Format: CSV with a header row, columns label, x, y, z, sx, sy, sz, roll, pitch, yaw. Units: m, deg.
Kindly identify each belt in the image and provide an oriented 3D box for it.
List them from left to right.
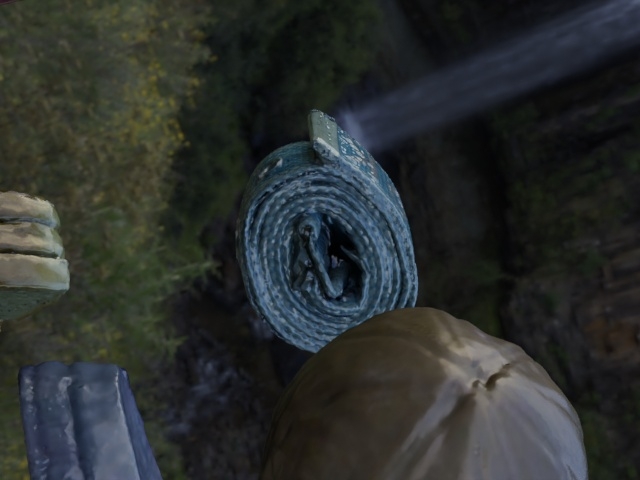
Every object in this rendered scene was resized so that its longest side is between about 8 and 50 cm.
label,x,y,z,sx,sy,sz,roll,pitch,yaw
belt,0.004,0.007,0.928,0.163,0.148,0.082,43,16,-20

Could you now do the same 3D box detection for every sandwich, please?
label,x,y,z,sx,sy,sz,roll,pitch,yaw
sandwich,-0.360,0.035,0.985,0.249,0.273,0.095,3,69,-39

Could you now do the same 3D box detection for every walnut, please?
label,x,y,z,sx,sy,sz,roll,pitch,yaw
walnut,0.042,0.103,0.500,0.140,0.140,0.162,-65,177,-58

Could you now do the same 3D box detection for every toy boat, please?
label,x,y,z,sx,sy,sz,roll,pitch,yaw
toy boat,-0.132,0.211,0.782,0.127,0.078,0.283,26,48,-90

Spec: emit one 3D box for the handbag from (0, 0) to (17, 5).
label,x,y,z,sx,sy,sz,roll,pitch,yaw
handbag,-0.160,-0.183,0.393,0.135,0.146,0.225,87,-21,-61
